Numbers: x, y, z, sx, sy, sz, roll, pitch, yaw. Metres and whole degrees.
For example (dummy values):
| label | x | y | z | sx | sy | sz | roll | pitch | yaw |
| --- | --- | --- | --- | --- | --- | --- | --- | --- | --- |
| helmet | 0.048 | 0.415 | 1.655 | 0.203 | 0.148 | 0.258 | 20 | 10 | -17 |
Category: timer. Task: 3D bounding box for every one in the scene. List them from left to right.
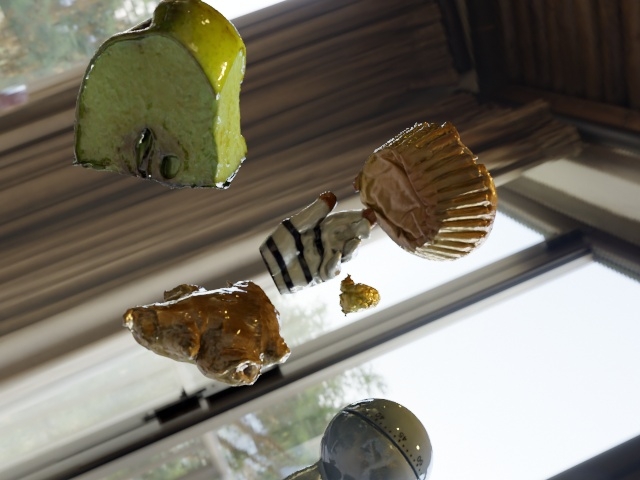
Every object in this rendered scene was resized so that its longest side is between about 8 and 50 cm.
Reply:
| label | x | y | z | sx | sy | sz | roll | pitch | yaw |
| --- | --- | --- | --- | --- | --- | --- | --- | --- | --- |
| timer | 0.040 | 0.330 | 1.228 | 0.175 | 0.255 | 0.175 | 48 | -3 | 3 |

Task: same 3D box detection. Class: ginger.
| label | x | y | z | sx | sy | sz | roll | pitch | yaw |
| --- | --- | --- | --- | --- | --- | --- | --- | --- | --- |
| ginger | -0.180 | 0.145 | 1.391 | 0.219 | 0.270 | 0.123 | 47 | -48 | 40 |

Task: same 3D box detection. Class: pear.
| label | x | y | z | sx | sy | sz | roll | pitch | yaw |
| --- | --- | --- | --- | --- | --- | --- | --- | --- | --- |
| pear | -0.225 | -0.217 | 1.255 | 0.164 | 0.239 | 0.255 | -57 | 153 | -59 |

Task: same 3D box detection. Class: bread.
| label | x | y | z | sx | sy | sz | roll | pitch | yaw |
| --- | --- | --- | --- | --- | --- | --- | --- | --- | --- |
| bread | 0.198 | -0.080 | 1.674 | 0.274 | 0.149 | 0.274 | 24 | -56 | 40 |

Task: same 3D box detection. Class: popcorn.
| label | x | y | z | sx | sy | sz | roll | pitch | yaw |
| --- | --- | --- | --- | --- | --- | --- | --- | --- | --- |
| popcorn | 0.066 | 0.094 | 1.634 | 0.084 | 0.084 | 0.084 | 158 | -90 | -80 |

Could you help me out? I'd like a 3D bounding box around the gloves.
| label | x | y | z | sx | sy | sz | roll | pitch | yaw |
| --- | --- | --- | --- | --- | --- | --- | --- | --- | --- |
| gloves | 0.004 | 0.008 | 1.631 | 0.131 | 0.219 | 0.140 | 61 | 5 | -69 |
